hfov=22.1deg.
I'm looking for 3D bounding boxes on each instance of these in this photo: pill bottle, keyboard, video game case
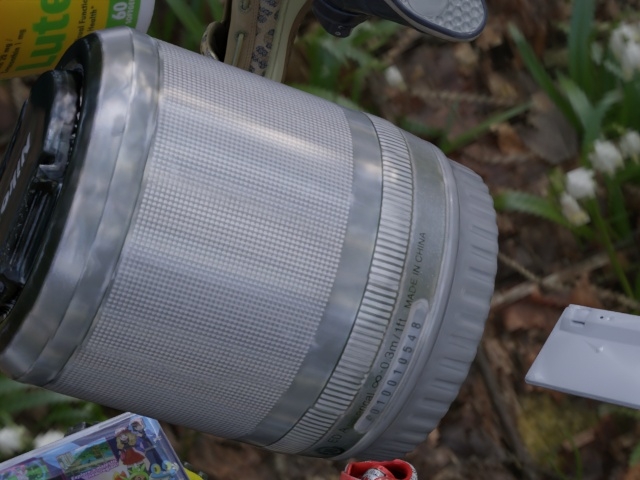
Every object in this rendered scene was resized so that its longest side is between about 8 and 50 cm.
[{"bbox_3d":[-0.246,-0.172,1.100,0.246,0.136,0.136,-15,42,-38],"label":"pill bottle"},{"bbox_3d":[0.257,0.092,1.121,0.256,0.014,0.072,9,62,44],"label":"keyboard"},{"bbox_3d":[-0.181,0.224,1.191,0.201,0.023,0.183,-21,49,-17],"label":"video game case"}]

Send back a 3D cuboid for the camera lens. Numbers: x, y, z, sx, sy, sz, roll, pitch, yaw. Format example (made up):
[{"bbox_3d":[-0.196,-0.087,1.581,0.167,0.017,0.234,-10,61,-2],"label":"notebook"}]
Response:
[{"bbox_3d":[-0.059,0.007,1.000,0.219,0.274,0.219,-53,27,42],"label":"camera lens"}]

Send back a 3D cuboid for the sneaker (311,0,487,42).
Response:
[{"bbox_3d":[0.076,-0.262,1.786,0.226,0.163,0.086,31,74,10],"label":"sneaker"}]

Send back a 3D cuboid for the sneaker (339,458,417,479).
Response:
[{"bbox_3d":[0.015,0.333,1.817,0.090,0.145,0.270,17,25,37],"label":"sneaker"}]

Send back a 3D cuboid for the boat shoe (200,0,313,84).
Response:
[{"bbox_3d":[-0.070,-0.197,1.457,0.089,0.285,0.104,11,35,-18],"label":"boat shoe"}]

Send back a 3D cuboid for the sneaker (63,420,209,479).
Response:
[{"bbox_3d":[-0.103,0.301,1.452,0.134,0.343,0.146,-29,34,60],"label":"sneaker"}]
